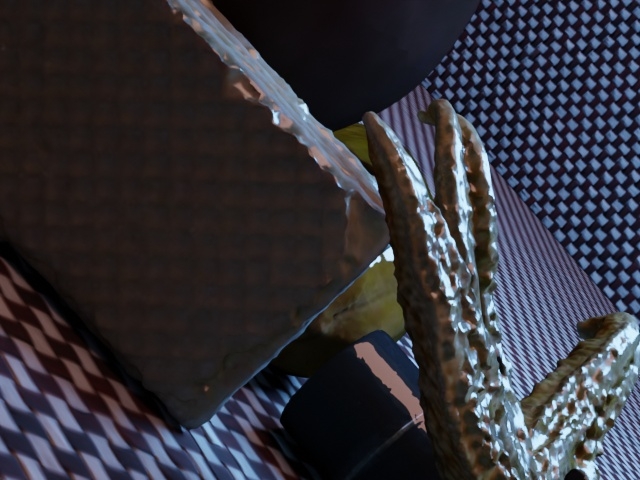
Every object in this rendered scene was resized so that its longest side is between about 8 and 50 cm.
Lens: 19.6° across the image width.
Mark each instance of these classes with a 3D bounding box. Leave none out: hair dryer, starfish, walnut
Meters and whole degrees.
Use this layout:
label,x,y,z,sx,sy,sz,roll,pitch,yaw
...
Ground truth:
label,x,y,z,sx,sy,sz,roll,pitch,yaw
hair dryer,0.057,0.121,0.964,0.124,0.071,0.219,50,2,13
starfish,0.106,0.109,0.793,0.375,0.094,0.327,53,16,-38
walnut,0.000,0.000,1.019,0.137,0.137,0.245,44,14,-8

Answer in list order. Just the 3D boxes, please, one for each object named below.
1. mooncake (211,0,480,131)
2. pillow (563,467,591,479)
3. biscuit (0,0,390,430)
label,x,y,z,sx,sy,sz,roll,pitch,yaw
mooncake,-0.076,-0.203,0.952,0.174,0.326,0.334,1,75,-60
pillow,0.055,0.169,0.537,0.055,0.141,0.208,42,13,-26
biscuit,-0.153,-0.114,0.811,0.426,0.144,0.078,48,12,2
